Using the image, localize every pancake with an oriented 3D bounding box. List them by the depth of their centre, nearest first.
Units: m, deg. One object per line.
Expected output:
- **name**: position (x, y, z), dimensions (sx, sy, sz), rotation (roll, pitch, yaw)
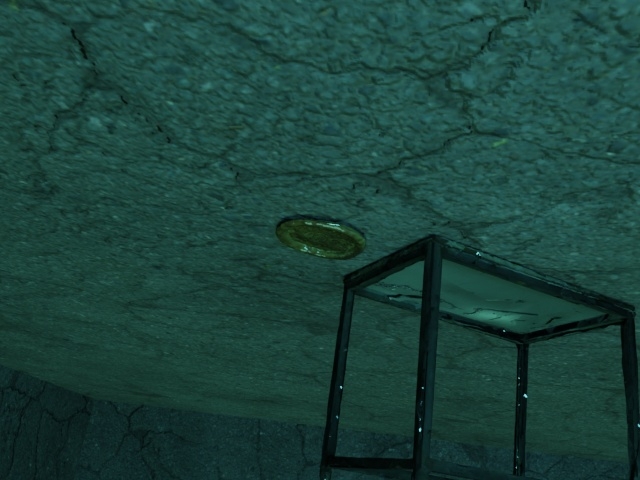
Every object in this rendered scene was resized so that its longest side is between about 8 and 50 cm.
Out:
- **pancake**: position (0.000, -0.001, 0.776), dimensions (0.114, 0.011, 0.115), rotation (9, 157, 4)

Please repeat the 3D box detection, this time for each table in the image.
- **table**: position (0.204, 0.194, 0.833), dimensions (0.334, 0.273, 0.222), rotation (18, 156, -22)
